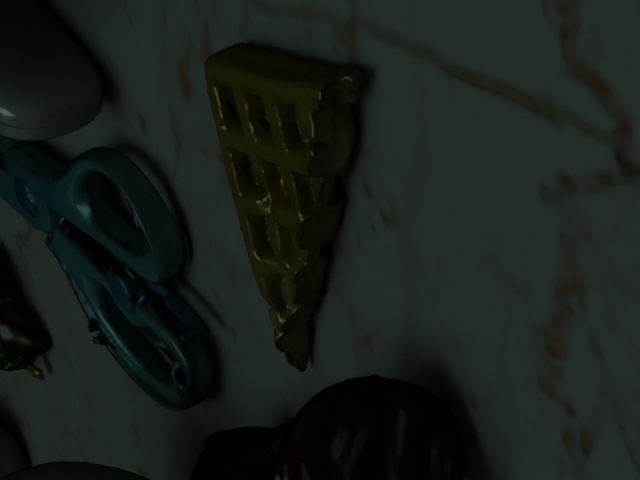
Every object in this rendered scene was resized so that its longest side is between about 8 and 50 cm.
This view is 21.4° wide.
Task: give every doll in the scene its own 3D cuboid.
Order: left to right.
[{"bbox_3d":[-0.263,0.068,1.307,0.078,0.077,0.113,-31,84,54],"label":"doll"}]

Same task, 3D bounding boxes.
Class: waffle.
[{"bbox_3d":[0.000,0.000,0.835,0.125,0.032,0.191,19,129,53],"label":"waffle"}]

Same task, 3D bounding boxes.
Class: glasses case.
[{"bbox_3d":[-0.204,-0.124,1.048,0.193,0.074,0.049,43,142,37],"label":"glasses case"}]

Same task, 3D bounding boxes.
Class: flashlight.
[{"bbox_3d":[-0.008,0.126,0.880,0.093,0.093,0.232,65,156,3],"label":"flashlight"}]

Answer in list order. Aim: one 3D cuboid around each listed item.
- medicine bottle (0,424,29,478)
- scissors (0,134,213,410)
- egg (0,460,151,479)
[{"bbox_3d":[-0.339,0.186,1.507,0.168,0.105,0.105,28,135,50],"label":"medicine bottle"},{"bbox_3d":[-0.183,-0.025,1.134,0.393,0.032,0.180,35,140,44],"label":"scissors"},{"bbox_3d":[-0.148,0.301,1.013,0.354,0.355,0.339,130,130,-61],"label":"egg"}]
